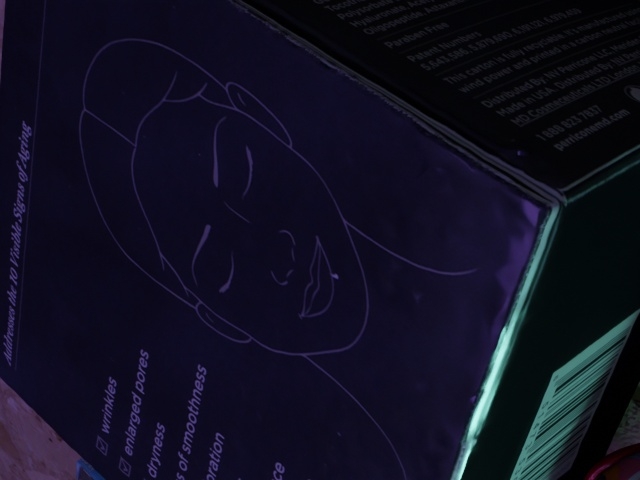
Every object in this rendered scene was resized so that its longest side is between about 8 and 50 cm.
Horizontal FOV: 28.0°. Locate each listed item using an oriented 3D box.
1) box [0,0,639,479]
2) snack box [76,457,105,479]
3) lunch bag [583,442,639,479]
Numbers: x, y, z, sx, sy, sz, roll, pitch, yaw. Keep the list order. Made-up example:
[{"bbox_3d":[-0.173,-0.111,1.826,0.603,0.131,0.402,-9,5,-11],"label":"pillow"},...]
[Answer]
[{"bbox_3d":[0.000,0.000,0.985,0.471,0.297,0.480,35,130,27],"label":"box"},{"bbox_3d":[-0.144,0.355,1.664,0.322,0.187,0.060,41,145,22],"label":"snack box"},{"bbox_3d":[0.349,0.276,0.958,0.258,0.120,0.293,-19,106,24],"label":"lunch bag"}]
